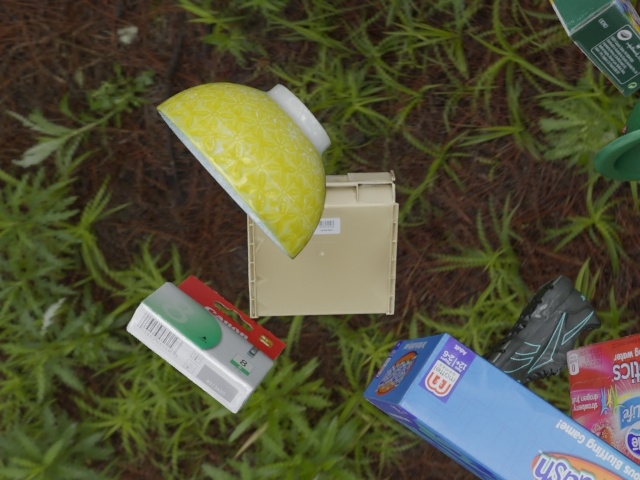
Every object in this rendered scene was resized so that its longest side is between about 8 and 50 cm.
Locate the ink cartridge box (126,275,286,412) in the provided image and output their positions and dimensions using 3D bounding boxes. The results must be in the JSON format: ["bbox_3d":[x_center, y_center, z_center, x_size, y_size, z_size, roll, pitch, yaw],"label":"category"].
[{"bbox_3d":[-0.137,0.118,1.329,0.181,0.224,0.056,37,114,2],"label":"ink cartridge box"}]

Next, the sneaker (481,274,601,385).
[{"bbox_3d":[0.315,0.176,1.473,0.106,0.101,0.267,43,82,0],"label":"sneaker"}]

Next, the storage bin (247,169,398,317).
[{"bbox_3d":[0.000,0.000,1.746,0.262,0.123,0.260,-1,115,-3],"label":"storage bin"}]

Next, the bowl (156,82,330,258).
[{"bbox_3d":[-0.079,-0.129,1.393,0.156,0.289,0.289,-42,85,-3],"label":"bowl"}]

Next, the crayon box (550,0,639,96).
[{"bbox_3d":[0.399,-0.398,1.508,0.083,0.203,0.323,-35,51,24],"label":"crayon box"}]

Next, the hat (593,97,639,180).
[{"bbox_3d":[0.365,-0.178,0.994,0.208,0.173,0.183,-22,68,46],"label":"hat"}]

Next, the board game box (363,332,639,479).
[{"bbox_3d":[0.129,0.130,0.545,0.210,0.160,0.047,34,82,2],"label":"board game box"}]

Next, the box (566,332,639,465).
[{"bbox_3d":[0.333,0.139,0.822,0.123,0.257,0.128,5,74,-21],"label":"box"}]
